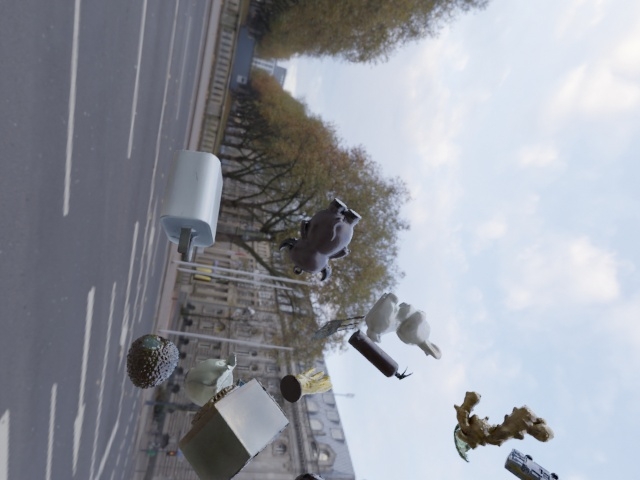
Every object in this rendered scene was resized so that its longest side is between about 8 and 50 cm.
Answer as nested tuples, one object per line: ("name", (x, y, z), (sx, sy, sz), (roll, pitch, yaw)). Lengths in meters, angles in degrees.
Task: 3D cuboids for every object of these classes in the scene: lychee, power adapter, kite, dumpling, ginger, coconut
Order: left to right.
("lychee", (-0.534, 0.383, 1.298), (0.171, 0.171, 0.172), (-169, -90, -75))
("power adapter", (-0.330, -0.075, 1.057), (0.187, 0.124, 0.256), (110, -17, -66))
("dumpling", (-0.291, 0.366, 1.109), (0.155, 0.180, 0.112), (-45, 127, -46))
("kite", (0.071, 0.342, 1.630), (0.245, 0.015, 0.141), (-25, -168, 43))
("coconut", (0.575, 0.814, 1.665), (0.055, 0.133, 0.158), (-12, -127, 26))
("ginger", (0.417, 0.437, 0.968), (0.193, 0.176, 0.053), (39, -16, 45))

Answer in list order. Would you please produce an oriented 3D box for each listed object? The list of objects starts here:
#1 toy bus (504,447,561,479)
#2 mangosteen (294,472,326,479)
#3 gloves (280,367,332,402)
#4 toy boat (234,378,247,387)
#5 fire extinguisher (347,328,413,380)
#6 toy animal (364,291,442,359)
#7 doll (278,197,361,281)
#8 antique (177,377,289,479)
("toy bus", (0.698, 0.766, 1.331), (0.064, 0.190, 0.075), (-29, 146, -53))
("mangosteen", (-0.043, 0.873, 1.364), (0.172, 0.183, 0.173), (18, -62, 38))
("gloves", (-0.048, 0.648, 1.886), (0.116, 0.294, 0.133), (-49, -119, 20))
("toy boat", (-0.311, 0.586, 1.608), (0.186, 0.075, 0.077), (119, -13, -50))
("fire extinguisher", (0.234, 0.453, 1.602), (0.089, 0.267, 0.072), (-49, 178, 7))
("toy animal", (0.389, 0.415, 1.901), (0.242, 0.367, 0.196), (-61, 180, -3))
("doll", (0.001, -0.001, 1.217), (0.257, 0.181, 0.117), (-52, -173, 19))
("antique", (-0.176, 0.383, 0.831), (0.147, 0.148, 0.151), (-50, 164, 18))
